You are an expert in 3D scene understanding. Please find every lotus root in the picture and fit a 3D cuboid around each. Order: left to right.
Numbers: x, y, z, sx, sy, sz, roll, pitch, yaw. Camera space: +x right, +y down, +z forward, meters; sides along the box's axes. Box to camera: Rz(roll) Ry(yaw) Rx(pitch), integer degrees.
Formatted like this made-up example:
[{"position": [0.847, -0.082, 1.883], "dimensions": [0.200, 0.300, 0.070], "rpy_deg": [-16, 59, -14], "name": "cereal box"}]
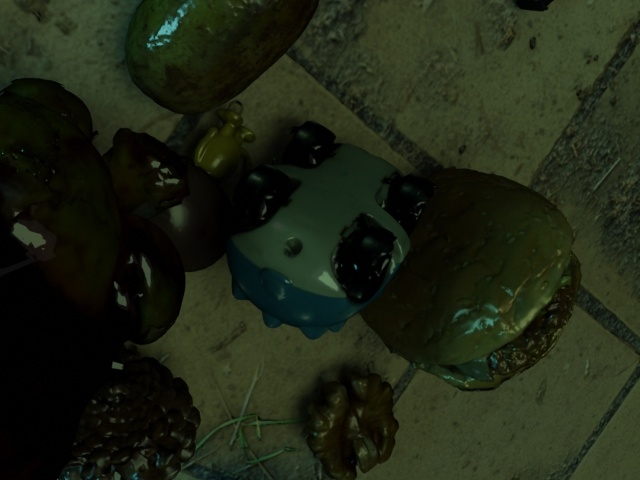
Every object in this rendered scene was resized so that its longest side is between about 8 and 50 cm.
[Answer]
[{"position": [-0.084, -0.232, 0.747], "dimensions": [0.260, 0.128, 0.145], "rpy_deg": [-39, 145, 16], "name": "lotus root"}]

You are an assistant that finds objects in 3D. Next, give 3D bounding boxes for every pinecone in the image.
[{"position": [-0.222, 0.198, 0.832], "dimensions": [0.150, 0.179, 0.195], "rpy_deg": [-46, 151, 9], "name": "pinecone"}]

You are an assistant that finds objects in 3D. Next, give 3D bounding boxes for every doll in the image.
[{"position": [-0.134, -0.047, 0.842], "dimensions": [0.188, 0.096, 0.145], "rpy_deg": [-53, 149, -34], "name": "doll"}]

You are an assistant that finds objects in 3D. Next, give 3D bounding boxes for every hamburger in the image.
[{"position": [0.173, 0.038, 0.924], "dimensions": [0.259, 0.283, 0.145], "rpy_deg": [-51, 135, -14], "name": "hamburger"}]

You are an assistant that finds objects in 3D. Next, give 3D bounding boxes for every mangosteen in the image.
[{"position": [-0.322, 0.036, 0.616], "dimensions": [0.421, 0.380, 0.381], "rpy_deg": [-54, 132, -40], "name": "mangosteen"}]

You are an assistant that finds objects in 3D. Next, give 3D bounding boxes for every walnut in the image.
[{"position": [0.040, 0.256, 1.066], "dimensions": [0.143, 0.069, 0.170], "rpy_deg": [-23, 120, -22], "name": "walnut"}]

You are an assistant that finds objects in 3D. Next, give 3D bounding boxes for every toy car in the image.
[{"position": [0.000, 0.000, 0.855], "dimensions": [0.255, 0.188, 0.190], "rpy_deg": [-54, 168, -48], "name": "toy car"}]

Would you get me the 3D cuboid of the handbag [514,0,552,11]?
[{"position": [0.317, -0.438, 0.940], "dimensions": [0.247, 0.080, 0.223], "rpy_deg": [-40, 124, -10], "name": "handbag"}]
